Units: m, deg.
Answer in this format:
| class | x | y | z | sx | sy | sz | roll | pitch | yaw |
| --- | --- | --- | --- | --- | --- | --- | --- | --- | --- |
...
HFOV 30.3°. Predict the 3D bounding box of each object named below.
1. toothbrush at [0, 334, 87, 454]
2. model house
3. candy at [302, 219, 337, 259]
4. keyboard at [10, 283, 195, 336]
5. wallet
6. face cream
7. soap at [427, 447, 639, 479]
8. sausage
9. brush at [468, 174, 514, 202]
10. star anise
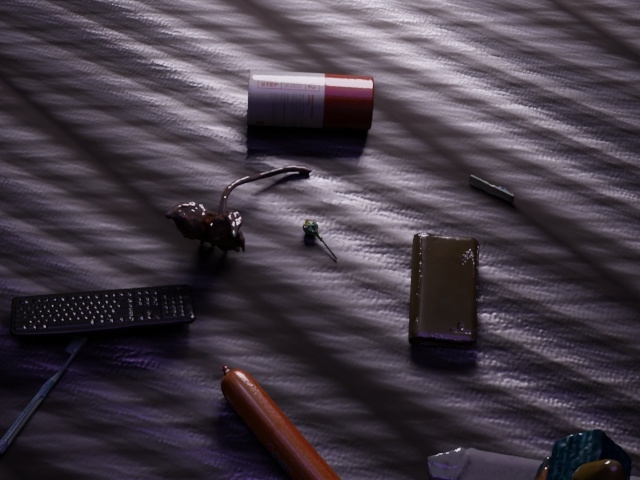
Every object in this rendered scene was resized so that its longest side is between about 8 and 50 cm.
| class | x | y | z | sx | sy | sz | roll | pitch | yaw |
| --- | --- | --- | --- | --- | --- | --- | --- | --- | --- |
| toothbrush | -0.410 | 0.223 | 1.734 | 0.019 | 0.016 | 0.219 | 23 | 57 | 14 |
| model house | 0.315 | 0.329 | 1.295 | 0.184 | 0.291 | 0.253 | 13 | 54 | 11 |
| candy | 0.000 | 0.000 | 1.918 | 0.023 | 0.025 | 0.083 | -43 | 70 | 19 |
| keyboard | -0.384 | 0.114 | 1.794 | 0.381 | 0.041 | 0.103 | -10 | 35 | -7 |
| wallet | 0.196 | 0.078 | 1.868 | 0.110 | 0.031 | 0.198 | 6 | 56 | 0 |
| face cream | -0.018 | -0.241 | 2.037 | 0.214 | 0.096 | 0.096 | 3 | 55 | -2 |
| soap | 0.327 | 0.475 | 1.490 | 0.435 | 0.213 | 0.350 | 7 | 53 | 1 |
| sausage | -0.037 | 0.304 | 1.680 | 0.053 | 0.053 | 0.348 | -33 | 63 | -23 |
| brush | 0.290 | -0.089 | 2.000 | 0.084 | 0.016 | 0.013 | 26 | 45 | 13 |
| star anise | -0.119 | -0.077 | 1.895 | 0.218 | 0.148 | 0.227 | 34 | 62 | -32 |
